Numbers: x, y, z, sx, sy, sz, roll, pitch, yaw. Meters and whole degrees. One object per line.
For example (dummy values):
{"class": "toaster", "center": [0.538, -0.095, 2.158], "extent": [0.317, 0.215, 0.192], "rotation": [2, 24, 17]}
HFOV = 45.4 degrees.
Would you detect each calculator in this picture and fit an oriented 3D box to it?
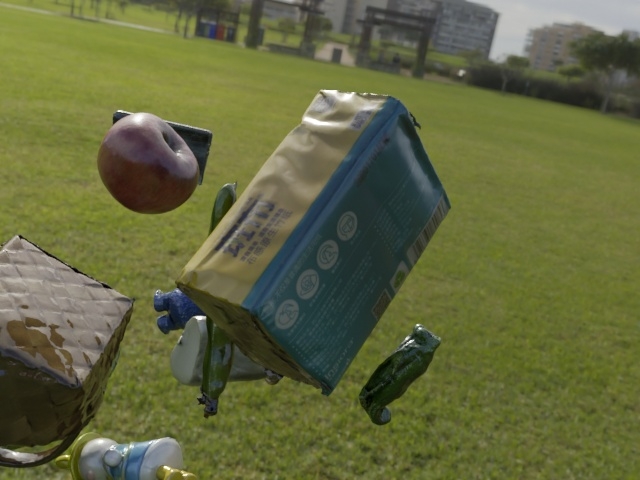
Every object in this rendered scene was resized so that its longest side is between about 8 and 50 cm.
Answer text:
{"class": "calculator", "center": [-0.427, -0.244, 2.024], "extent": [0.262, 0.161, 0.021], "rotation": [13, 25, -8]}

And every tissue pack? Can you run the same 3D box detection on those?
{"class": "tissue pack", "center": [0.000, 0.000, 0.806], "extent": [0.134, 0.271, 0.192], "rotation": [18, -26, 40]}

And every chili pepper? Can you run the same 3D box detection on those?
{"class": "chili pepper", "center": [0.100, 0.192, 1.035], "extent": [0.050, 0.182, 0.073], "rotation": [43, 35, 21]}

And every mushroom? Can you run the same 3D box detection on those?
{"class": "mushroom", "center": [-0.178, 0.246, 1.647], "extent": [0.329, 0.159, 0.122], "rotation": [15, 43, -49]}

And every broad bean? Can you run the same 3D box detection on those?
{"class": "broad bean", "center": [-0.122, 0.073, 0.962], "extent": [0.043, 0.297, 0.060], "rotation": [7, 7, 29]}

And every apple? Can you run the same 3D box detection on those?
{"class": "apple", "center": [-0.254, -0.109, 1.118], "extent": [0.153, 0.120, 0.153], "rotation": [47, 16, -18]}

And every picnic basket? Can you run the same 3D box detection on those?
{"class": "picnic basket", "center": [-0.472, 0.202, 1.136], "extent": [0.293, 0.337, 0.337], "rotation": [31, 13, -9]}

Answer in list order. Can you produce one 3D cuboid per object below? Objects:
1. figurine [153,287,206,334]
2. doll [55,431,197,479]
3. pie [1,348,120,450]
{"class": "figurine", "center": [-0.329, 0.173, 2.072], "extent": [0.262, 0.164, 0.121], "rotation": [-27, 10, 10]}
{"class": "doll", "center": [-0.306, 0.351, 1.195], "extent": [0.241, 0.098, 0.135], "rotation": [-6, 5, 26]}
{"class": "pie", "center": [-0.517, 0.232, 1.399], "extent": [0.323, 0.070, 0.323], "rotation": [-8, 42, 8]}
